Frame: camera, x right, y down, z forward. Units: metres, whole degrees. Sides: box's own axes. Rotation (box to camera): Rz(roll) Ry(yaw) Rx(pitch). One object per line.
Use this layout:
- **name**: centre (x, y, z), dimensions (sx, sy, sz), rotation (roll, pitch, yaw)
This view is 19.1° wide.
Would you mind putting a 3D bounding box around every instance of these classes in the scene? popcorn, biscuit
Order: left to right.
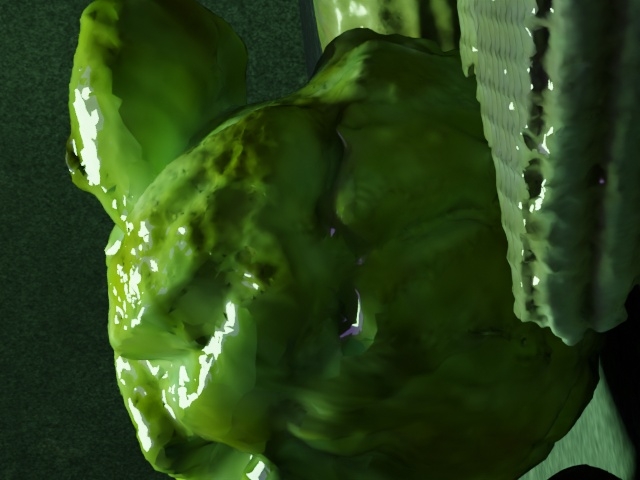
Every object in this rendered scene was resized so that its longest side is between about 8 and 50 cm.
- **popcorn**: centre (0.000, 0.000, 0.657), dimensions (0.212, 0.198, 0.198), rotation (39, 166, 14)
- **biscuit**: centre (0.064, -0.086, 0.404), dimensions (0.239, 0.061, 0.108), rotation (86, 177, -54)

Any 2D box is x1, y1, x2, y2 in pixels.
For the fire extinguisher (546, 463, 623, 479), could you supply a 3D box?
- **fire extinguisher**: centre (0.097, 0.130, 0.721), dimensions (0.078, 0.045, 0.157), rotation (57, 169, 17)

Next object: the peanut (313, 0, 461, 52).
- **peanut**: centre (0.036, -0.109, 0.738), dimensions (0.194, 0.083, 0.093), rotation (85, 162, -46)
